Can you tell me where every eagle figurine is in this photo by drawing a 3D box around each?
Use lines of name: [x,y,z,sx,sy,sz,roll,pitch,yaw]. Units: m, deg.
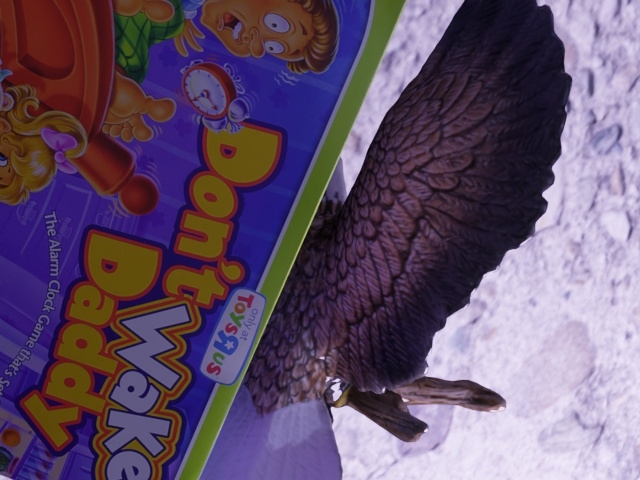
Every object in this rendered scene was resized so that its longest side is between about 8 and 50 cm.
eagle figurine: [-0.003,-0.008,0.803,0.226,0.225,0.298,-20,140,-22]

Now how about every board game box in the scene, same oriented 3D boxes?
board game box: [-0.111,-0.059,0.676,0.233,0.078,0.347,22,101,-6]
